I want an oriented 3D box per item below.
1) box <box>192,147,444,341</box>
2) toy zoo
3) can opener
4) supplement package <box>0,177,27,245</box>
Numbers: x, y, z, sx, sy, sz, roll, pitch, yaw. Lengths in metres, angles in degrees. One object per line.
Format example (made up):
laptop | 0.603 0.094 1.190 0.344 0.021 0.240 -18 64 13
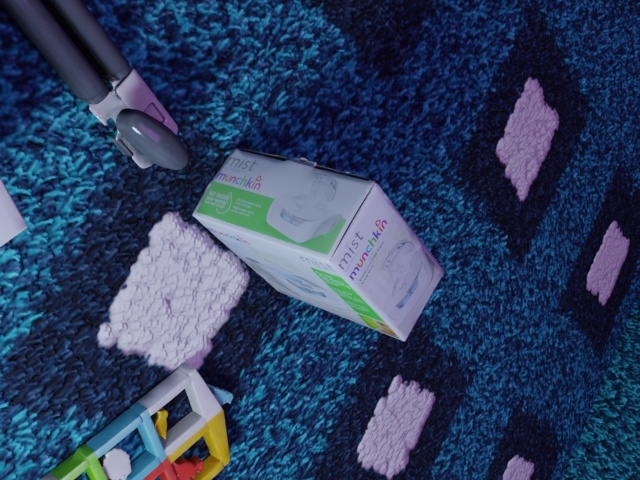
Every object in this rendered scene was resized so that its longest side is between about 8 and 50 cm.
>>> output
box | 0.000 0.000 1.140 0.127 0.261 0.231 -60 139 -14
toy zoo | -0.231 0.307 1.166 0.293 0.030 0.192 -38 129 -34
can opener | -0.238 -0.188 0.928 0.076 0.095 0.283 -55 137 -21
supplement package | -0.426 -0.073 0.717 0.204 0.145 0.262 -42 132 -31
